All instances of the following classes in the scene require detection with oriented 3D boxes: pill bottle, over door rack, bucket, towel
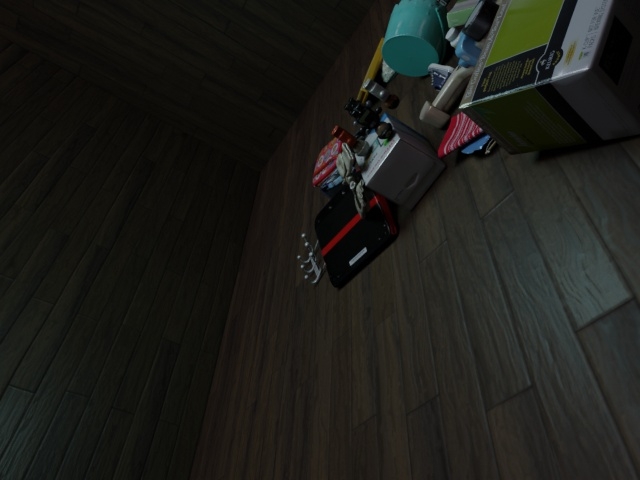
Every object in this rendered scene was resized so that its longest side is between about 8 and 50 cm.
[{"bbox_3d":[0.511,-0.717,1.743,0.065,0.116,0.065,-50,23,31],"label":"pill bottle"},{"bbox_3d":[0.000,0.000,2.155,0.324,0.108,0.239,-58,21,14],"label":"over door rack"},{"bbox_3d":[0.388,-0.817,1.969,0.281,0.281,0.183,-17,51,64],"label":"bucket"},{"bbox_3d":[0.470,-0.371,1.457,0.275,0.031,0.199,-33,25,57],"label":"towel"}]

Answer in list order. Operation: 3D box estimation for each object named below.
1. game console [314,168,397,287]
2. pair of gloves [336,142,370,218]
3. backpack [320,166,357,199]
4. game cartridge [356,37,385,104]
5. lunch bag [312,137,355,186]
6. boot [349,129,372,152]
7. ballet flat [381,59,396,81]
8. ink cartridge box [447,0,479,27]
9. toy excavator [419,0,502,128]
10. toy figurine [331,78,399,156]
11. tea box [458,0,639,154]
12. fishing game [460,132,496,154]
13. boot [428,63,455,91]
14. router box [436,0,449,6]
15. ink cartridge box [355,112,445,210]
[{"bbox_3d":[0.122,-0.052,1.858,0.386,0.060,0.342,-47,49,40],"label":"game console"},{"bbox_3d":[0.109,-0.201,1.685,0.204,0.042,0.240,100,149,-79],"label":"pair of gloves"},{"bbox_3d":[0.103,-0.244,2.139,0.173,0.158,0.117,-48,3,5],"label":"backpack"},{"bbox_3d":[0.258,-0.841,2.526,0.285,0.053,0.323,117,176,-77],"label":"game cartridge"},{"bbox_3d":[0.068,-0.380,2.460,0.293,0.120,0.258,-33,40,58],"label":"lunch bag"},{"bbox_3d":[0.187,-0.313,1.899,0.338,0.223,0.118,-54,23,26],"label":"boot"},{"bbox_3d":[0.393,-0.968,2.339,0.409,0.147,0.147,-51,23,34],"label":"ballet flat"},{"bbox_3d":[0.562,-0.836,1.741,0.171,0.056,0.235,-3,31,28],"label":"ink cartridge box"},{"bbox_3d":[0.504,-0.588,1.537,0.433,0.222,0.445,-64,6,0],"label":"toy excavator"},{"bbox_3d":[0.160,-0.413,1.635,0.213,0.148,0.209,-36,27,56],"label":"toy figurine"},{"bbox_3d":[0.538,-0.400,1.067,0.323,0.220,0.329,4,67,60],"label":"tea box"},{"bbox_3d":[0.491,-0.327,1.428,0.189,0.041,0.264,-53,15,6],"label":"fishing game"},{"bbox_3d":[0.447,-0.621,1.854,0.086,0.069,0.190,-57,22,10],"label":"boot"},{"bbox_3d":[0.577,-1.161,2.239,0.133,0.046,0.179,-54,22,25],"label":"router box"},{"bbox_3d":[0.268,-0.278,1.686,0.198,0.197,0.270,-54,22,24],"label":"ink cartridge box"}]
